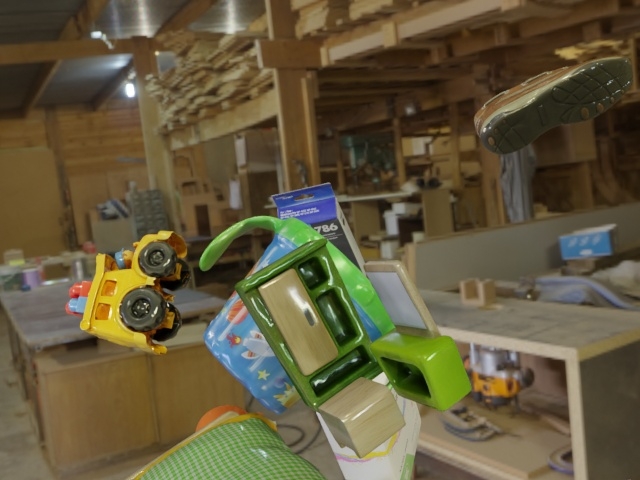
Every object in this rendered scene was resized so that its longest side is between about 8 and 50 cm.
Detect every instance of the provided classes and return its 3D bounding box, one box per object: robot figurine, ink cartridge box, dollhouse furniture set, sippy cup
[{"bbox_3d":[-0.181,0.404,1.279,0.158,0.128,0.219,-6,9,-11],"label":"robot figurine"},{"bbox_3d":[0.000,0.000,1.731,0.166,0.332,0.065,-12,43,16],"label":"ink cartridge box"},{"bbox_3d":[-0.060,0.131,0.550,0.302,0.151,0.198,-31,10,-21],"label":"dollhouse furniture set"},{"bbox_3d":[-0.042,0.123,0.966,0.224,0.240,0.305,-46,43,-9],"label":"sippy cup"},{"bbox_3d":[0.098,0.325,1.283,0.119,0.353,0.207,-3,38,22],"label":"ink cartridge box"}]

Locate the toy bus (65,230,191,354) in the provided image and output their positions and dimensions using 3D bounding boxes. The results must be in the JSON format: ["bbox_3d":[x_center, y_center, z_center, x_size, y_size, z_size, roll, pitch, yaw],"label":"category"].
[{"bbox_3d":[-0.364,0.088,1.212,0.212,0.220,0.149,8,-17,7],"label":"toy bus"}]

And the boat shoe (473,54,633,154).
[{"bbox_3d":[0.462,-0.296,1.326,0.324,0.122,0.119,-23,38,4],"label":"boat shoe"}]
